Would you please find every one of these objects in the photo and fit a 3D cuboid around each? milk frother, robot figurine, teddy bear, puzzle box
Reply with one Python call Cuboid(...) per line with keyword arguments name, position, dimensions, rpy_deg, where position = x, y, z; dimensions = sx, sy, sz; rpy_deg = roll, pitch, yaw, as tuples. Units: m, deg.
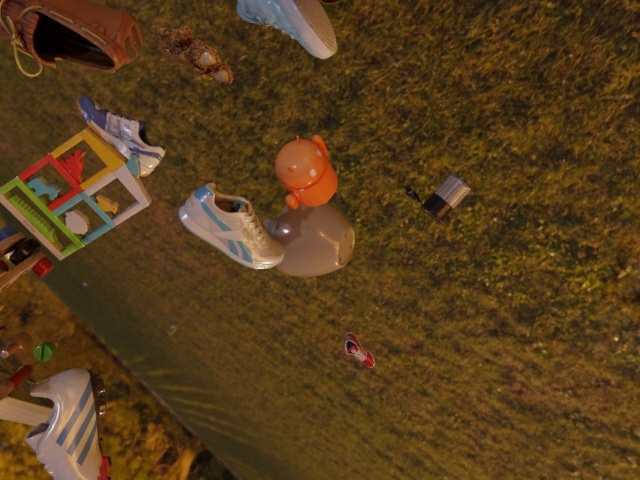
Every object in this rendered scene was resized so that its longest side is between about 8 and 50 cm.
Cuboid(name="milk frother", position=(0.353, -0.151, 1.533), dimensions=(0.143, 0.134, 0.129), rpy_deg=(40, -177, -21))
Cuboid(name="robot figurine", position=(-0.034, -0.160, 1.219), dimensions=(0.128, 0.158, 0.219), rpy_deg=(60, -175, 25))
Cuboid(name="teddy bear", position=(-0.441, -0.670, 1.796), dimensions=(0.245, 0.113, 0.338), rpy_deg=(32, 180, -42))
Cuboid(name="puzzle box", position=(-0.764, 0.238, 1.108), dimensions=(0.409, 0.052, 0.272), rpy_deg=(40, 161, 16))

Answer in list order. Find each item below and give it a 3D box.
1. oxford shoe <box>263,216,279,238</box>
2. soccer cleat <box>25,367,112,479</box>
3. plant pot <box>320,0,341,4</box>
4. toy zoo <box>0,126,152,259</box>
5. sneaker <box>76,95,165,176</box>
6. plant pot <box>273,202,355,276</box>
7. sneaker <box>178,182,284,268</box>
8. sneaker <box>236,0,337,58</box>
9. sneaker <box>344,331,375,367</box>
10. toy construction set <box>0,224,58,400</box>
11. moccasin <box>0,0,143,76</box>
Cuboid(name="oxford shoe", position=(-0.065, 0.007, 1.933), dimensions=(0.147, 0.140, 0.397), rpy_deg=(32, 174, 39))
Cuboid(name="soccer cleat", position=(-0.498, 0.423, 0.995), dimensions=(0.116, 0.143, 0.330), rpy_deg=(-12, 85, 57))
Cuboid(name="plant pot", position=(0.021, -0.628, 0.969), dimensions=(0.230, 0.215, 0.215), rpy_deg=(56, 150, 0))
Cuboid(name="toy zoo", position=(-0.493, -0.102, 1.040), dimensions=(0.192, 0.293, 0.030), rpy_deg=(54, -168, -25))
Cuboid(name="sneaker", position=(-0.600, -0.340, 1.534), dimensions=(0.296, 0.131, 0.112), rpy_deg=(47, -175, -10))
Cuboid(name="plant pot", position=(0.000, 0.000, 1.632), dimensions=(0.191, 0.284, 0.284), rpy_deg=(16, 144, 23))
Cuboid(name="sneaker", position=(-0.152, -0.022, 0.964), dimensions=(0.229, 0.087, 0.092), rpy_deg=(32, 118, -32))
Cuboid(name="sneaker", position=(-0.112, -0.556, 1.189), dimensions=(0.150, 0.135, 0.365), rpy_deg=(-37, 92, 38))
Cuboid(name="sneaker", position=(0.108, 0.317, 1.411), dimensions=(0.118, 0.042, 0.067), rpy_deg=(50, -167, 2))
Cuboid(name="toy construction set", position=(-0.606, 0.136, 0.872), dimensions=(0.237, 0.258, 0.308), rpy_deg=(-143, 31, -78))
Cuboid(name="moccasin", position=(-0.561, -0.423, 1.030), dimensions=(0.380, 0.146, 0.139), rpy_deg=(19, 147, 4))
